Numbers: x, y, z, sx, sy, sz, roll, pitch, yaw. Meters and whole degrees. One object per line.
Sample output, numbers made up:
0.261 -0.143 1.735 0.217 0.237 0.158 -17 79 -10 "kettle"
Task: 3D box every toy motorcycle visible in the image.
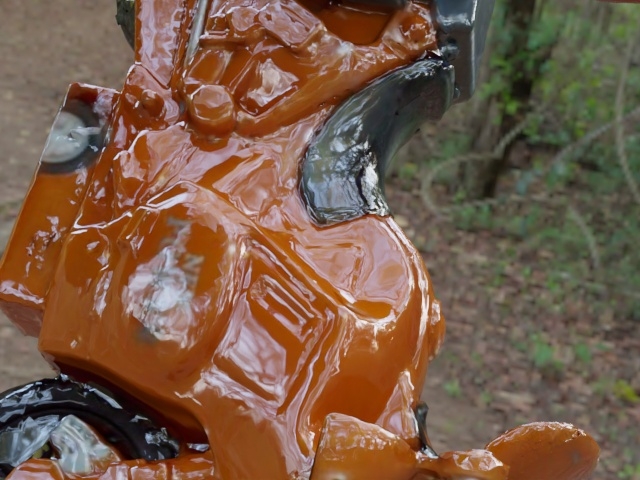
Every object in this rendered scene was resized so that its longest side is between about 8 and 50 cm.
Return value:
0.000 0.000 0.485 0.221 0.325 0.148 12 -22 9 "toy motorcycle"
